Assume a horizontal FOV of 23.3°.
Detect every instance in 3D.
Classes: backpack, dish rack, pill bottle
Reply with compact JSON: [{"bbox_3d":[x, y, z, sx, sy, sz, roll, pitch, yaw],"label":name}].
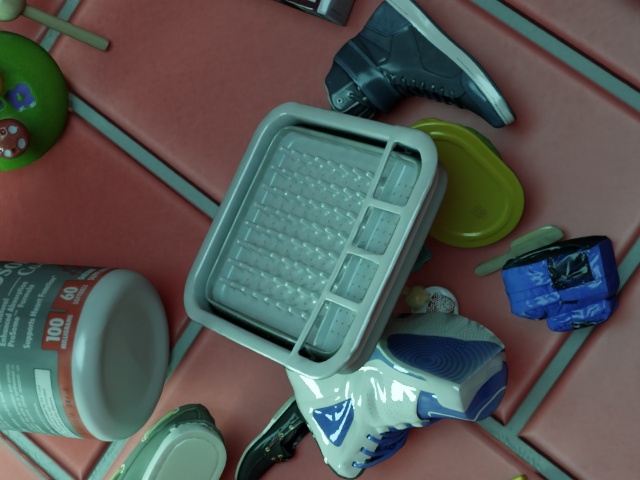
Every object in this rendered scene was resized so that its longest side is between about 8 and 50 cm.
[{"bbox_3d":[0.266,0.051,1.730,0.120,0.098,0.101,-12,85,20],"label":"backpack"},{"bbox_3d":[0.000,0.000,1.732,0.333,0.072,0.285,20,85,51],"label":"dish rack"},{"bbox_3d":[-0.389,0.130,1.927,0.363,0.210,0.210,3,87,22],"label":"pill bottle"}]

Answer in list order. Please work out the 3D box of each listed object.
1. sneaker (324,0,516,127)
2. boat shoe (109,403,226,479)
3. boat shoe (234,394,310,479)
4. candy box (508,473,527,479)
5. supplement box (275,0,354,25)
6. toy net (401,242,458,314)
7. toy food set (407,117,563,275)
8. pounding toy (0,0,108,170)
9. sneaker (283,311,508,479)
[{"bbox_3d":[0.107,-0.168,1.808,0.163,0.086,0.226,-44,63,3],"label":"sneaker"},{"bbox_3d":[-0.220,0.332,1.909,0.109,0.091,0.305,31,106,-22],"label":"boat shoe"},{"bbox_3d":[-0.053,0.247,1.869,0.042,0.049,0.133,43,97,27],"label":"boat shoe"},{"bbox_3d":[0.222,0.380,1.761,0.105,0.027,0.206,-25,78,15],"label":"candy box"},{"bbox_3d":[-0.060,-0.364,1.904,0.239,0.073,0.130,24,94,21],"label":"supplement box"},{"bbox_3d":[0.115,0.031,1.826,0.122,0.045,0.232,-21,80,-10],"label":"toy net"},{"bbox_3d":[0.165,-0.065,1.776,0.128,0.071,0.218,-35,113,27],"label":"toy food set"},{"bbox_3d":[-0.396,-0.191,1.963,0.183,0.110,0.237,30,98,-16],"label":"pounding toy"},{"bbox_3d":[0.081,0.180,1.756,0.315,0.127,0.182,8,119,43],"label":"sneaker"}]
